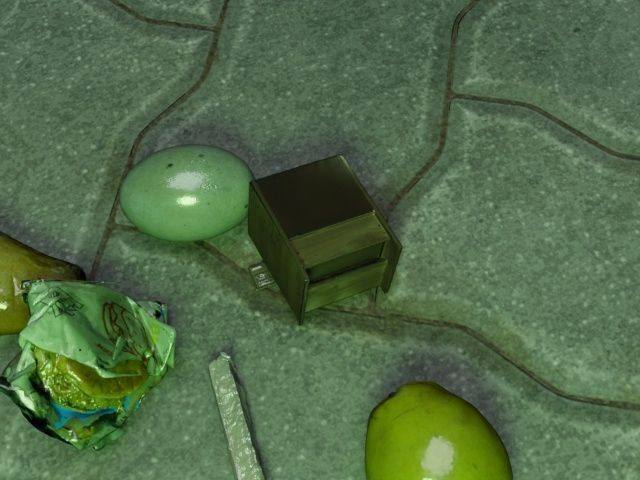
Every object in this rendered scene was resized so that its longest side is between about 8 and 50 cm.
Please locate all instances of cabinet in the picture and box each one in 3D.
[{"bbox_3d":[0.000,0.000,1.277,0.175,0.148,0.215,-19,57,-20],"label":"cabinet"}]

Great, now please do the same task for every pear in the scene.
[{"bbox_3d":[0.169,0.334,1.091,0.212,0.212,0.269,-22,73,-11],"label":"pear"}]

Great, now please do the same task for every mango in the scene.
[{"bbox_3d":[-0.564,0.069,1.261,0.329,0.175,0.176,24,88,-10],"label":"mango"}]

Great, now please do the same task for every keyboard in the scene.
[{"bbox_3d":[-0.060,0.047,1.346,0.129,0.015,0.049,-20,59,-10],"label":"keyboard"}]

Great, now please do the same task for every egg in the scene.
[{"bbox_3d":[-0.228,-0.082,1.324,0.236,0.169,0.169,-5,63,-2],"label":"egg"}]

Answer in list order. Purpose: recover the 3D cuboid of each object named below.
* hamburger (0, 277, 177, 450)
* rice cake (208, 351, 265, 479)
[{"bbox_3d":[-0.337,0.168,1.161,0.260,0.150,0.276,32,40,-30],"label":"hamburger"},{"bbox_3d":[-0.127,0.305,1.191,0.049,0.055,0.270,-20,65,2],"label":"rice cake"}]
